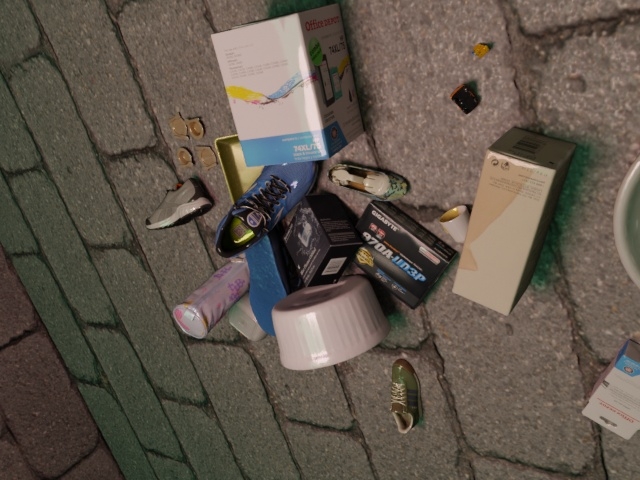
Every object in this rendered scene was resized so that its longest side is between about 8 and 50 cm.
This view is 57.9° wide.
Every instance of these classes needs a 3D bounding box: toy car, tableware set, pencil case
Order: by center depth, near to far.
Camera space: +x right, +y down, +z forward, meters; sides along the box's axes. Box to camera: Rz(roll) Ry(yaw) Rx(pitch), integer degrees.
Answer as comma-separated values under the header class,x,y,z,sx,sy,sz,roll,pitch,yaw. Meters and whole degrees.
class,x,y,z,sx,sy,sz,roll,pitch,yaw
toy car,0.280,-0.297,1.060,0.122,0.060,0.040,-61,29,25
tableware set,-0.348,-0.263,1.557,0.141,0.020,0.168,3,117,36
pencil case,-0.273,0.143,1.572,0.113,0.273,0.124,44,141,-1

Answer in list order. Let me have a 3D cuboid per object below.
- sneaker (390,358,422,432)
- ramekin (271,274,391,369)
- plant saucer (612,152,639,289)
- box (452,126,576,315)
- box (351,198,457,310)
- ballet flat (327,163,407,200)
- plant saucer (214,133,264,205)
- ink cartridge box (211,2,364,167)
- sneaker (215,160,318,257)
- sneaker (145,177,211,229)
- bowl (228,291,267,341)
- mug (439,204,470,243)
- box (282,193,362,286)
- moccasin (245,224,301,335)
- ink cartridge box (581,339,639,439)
class,x,y,z,sx,sy,sz,roll,pitch,yaw
sneaker,0.212,0.407,1.480,0.064,0.086,0.192,1,116,37
ramekin,0.017,0.185,1.379,0.277,0.277,0.135,-11,100,41
plant saucer,0.666,-0.033,0.865,0.400,0.100,0.400,19,126,29
box,0.353,-0.033,1.073,0.121,0.148,0.311,23,126,26
box,0.173,0.030,1.311,0.220,0.051,0.175,39,133,13
ballet flat,0.095,-0.128,1.261,0.188,0.070,0.070,14,123,30
plant saucer,-0.138,-0.178,1.389,0.188,0.045,0.188,-10,112,9
ink cartridge box,-0.058,-0.312,1.166,0.197,0.198,0.270,-2,115,28
sneaker,-0.125,-0.076,1.325,0.130,0.147,0.330,38,107,-11
sneaker,-0.416,-0.099,1.666,0.271,0.100,0.108,-22,87,39
bowl,-0.217,0.233,1.729,0.142,0.053,0.142,38,134,14
mug,0.287,-0.032,1.194,0.062,0.078,0.064,-32,105,12
box,0.000,0.000,1.357,0.158,0.093,0.156,63,141,32
moccasin,-0.116,0.087,1.528,0.138,0.117,0.342,6,115,21
ink cartridge box,0.604,0.294,1.132,0.104,0.060,0.180,30,130,19
